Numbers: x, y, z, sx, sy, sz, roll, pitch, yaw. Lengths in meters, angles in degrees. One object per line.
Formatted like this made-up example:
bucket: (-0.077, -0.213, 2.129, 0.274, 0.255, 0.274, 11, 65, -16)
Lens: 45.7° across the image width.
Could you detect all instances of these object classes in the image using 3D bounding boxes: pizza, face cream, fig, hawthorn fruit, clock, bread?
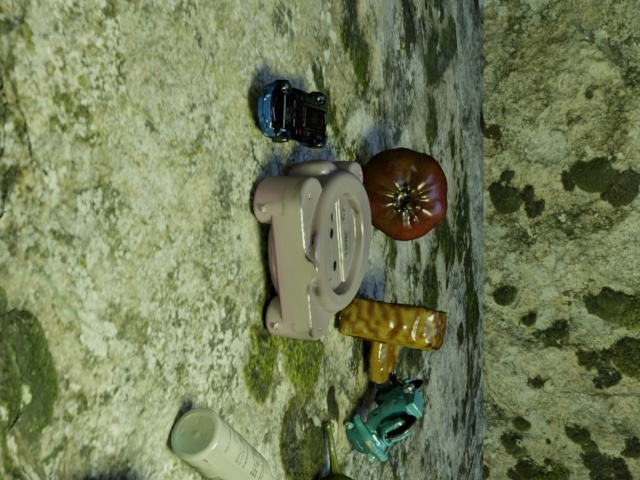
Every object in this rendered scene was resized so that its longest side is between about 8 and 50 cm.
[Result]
pizza: (0.152, 0.246, 1.820, 0.194, 0.069, 0.154, -16, 108, -72)
face cream: (-0.135, 0.343, 1.161, 0.269, 0.082, 0.082, 62, 39, -50)
fig: (0.029, 0.496, 1.552, 0.149, 0.149, 0.245, 44, 35, -60)
hawthorn fruit: (0.183, -0.105, 1.696, 0.248, 0.208, 0.208, -55, 146, -82)
clock: (0.000, 0.000, 1.384, 0.322, 0.113, 0.295, -40, 129, -61)
bread: (0.156, 0.176, 1.631, 0.181, 0.222, 0.096, 23, 75, -75)

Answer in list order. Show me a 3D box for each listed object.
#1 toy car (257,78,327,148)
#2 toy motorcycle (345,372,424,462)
toy car: (-0.051, -0.213, 1.298, 0.216, 0.063, 0.103, -1, 94, -60)
toy motorcycle: (0.153, 0.400, 1.730, 0.123, 0.182, 0.272, 57, 19, -6)
